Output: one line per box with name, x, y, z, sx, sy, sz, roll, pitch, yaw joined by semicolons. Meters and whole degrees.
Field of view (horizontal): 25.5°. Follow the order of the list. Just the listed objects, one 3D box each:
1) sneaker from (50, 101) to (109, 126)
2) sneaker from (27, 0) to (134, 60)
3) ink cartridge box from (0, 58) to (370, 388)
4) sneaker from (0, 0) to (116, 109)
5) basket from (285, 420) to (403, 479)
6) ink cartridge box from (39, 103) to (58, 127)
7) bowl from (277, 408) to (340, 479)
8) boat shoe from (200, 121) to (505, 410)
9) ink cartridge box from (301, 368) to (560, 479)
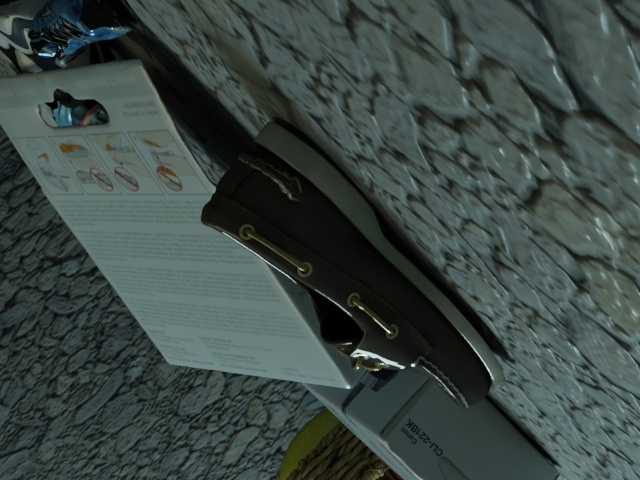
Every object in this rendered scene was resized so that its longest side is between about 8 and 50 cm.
sneaker;-0.206;-0.089;1.597;0.125;0.104;0.262;35;171;31
sneaker;-0.209;-0.178;1.201;0.063;0.073;0.162;44;172;-18
ink cartridge box;-0.135;-0.029;1.382;0.308;0.091;0.385;2;131;49
sneaker;-0.280;-0.194;1.394;0.235;0.094;0.153;16;147;51
basket;0.087;0.365;1.948;0.223;0.299;0.213;42;172;19
ink cartridge box;-0.309;-0.131;2.040;0.275;0.060;0.239;37;143;35
bowl;0.084;0.354;2.164;0.289;0.289;0.156;40;149;18
boat shoe;0.032;0.044;1.139;0.324;0.097;0.116;47;171;-34
ink cartridge box;0.117;0.209;1.595;0.197;0.114;0.273;45;173;-18
